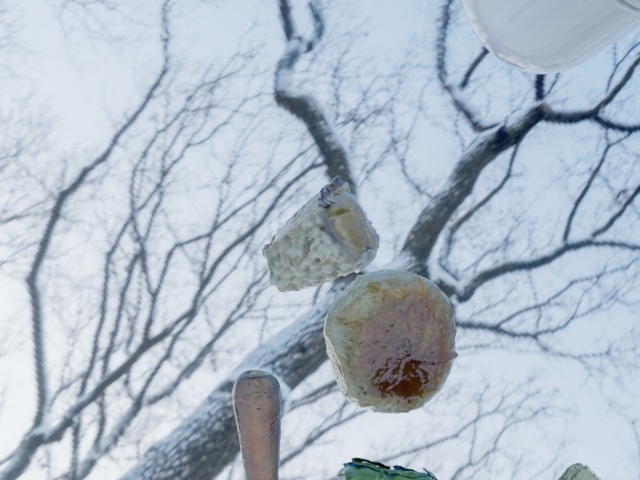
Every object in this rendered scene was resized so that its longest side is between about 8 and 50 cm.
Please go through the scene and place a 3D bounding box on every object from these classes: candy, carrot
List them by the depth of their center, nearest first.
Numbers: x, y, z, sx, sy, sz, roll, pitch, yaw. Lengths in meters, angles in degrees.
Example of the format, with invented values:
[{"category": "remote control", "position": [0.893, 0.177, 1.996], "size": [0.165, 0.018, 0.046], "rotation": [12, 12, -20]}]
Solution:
[{"category": "candy", "position": [0.000, 0.000, 1.086], "size": [0.110, 0.095, 0.085], "rotation": [-31, -88, 27]}, {"category": "carrot", "position": [-0.066, 0.221, 1.297], "size": [0.055, 0.055, 0.162], "rotation": [2, -76, 26]}]

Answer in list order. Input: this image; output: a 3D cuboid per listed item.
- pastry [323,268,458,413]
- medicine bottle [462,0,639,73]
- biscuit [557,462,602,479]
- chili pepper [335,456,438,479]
[{"category": "pastry", "position": [0.094, 0.138, 1.585], "size": [0.093, 0.182, 0.193], "rotation": [-153, -125, -62]}, {"category": "medicine bottle", "position": [0.237, -0.235, 0.801], "size": [0.341, 0.130, 0.130], "rotation": [-36, -88, 41]}, {"category": "biscuit", "position": [0.353, 0.400, 1.437], "size": [0.250, 0.147, 0.046], "rotation": [42, -15, -10]}, {"category": "chili pepper", "position": [0.016, 0.219, 0.568], "size": [0.061, 0.098, 0.224], "rotation": [8, -104, 29]}]
